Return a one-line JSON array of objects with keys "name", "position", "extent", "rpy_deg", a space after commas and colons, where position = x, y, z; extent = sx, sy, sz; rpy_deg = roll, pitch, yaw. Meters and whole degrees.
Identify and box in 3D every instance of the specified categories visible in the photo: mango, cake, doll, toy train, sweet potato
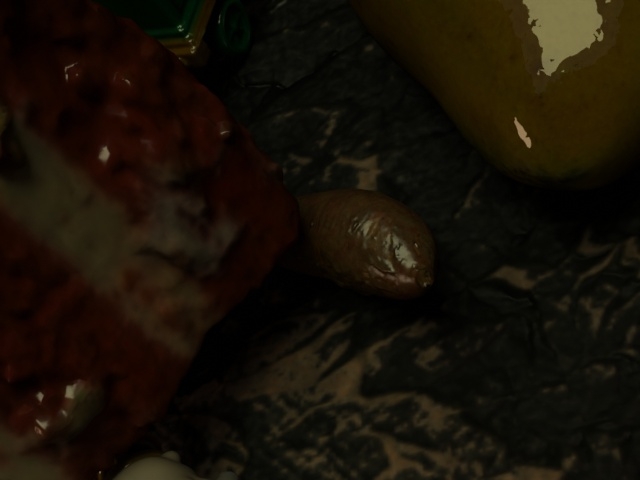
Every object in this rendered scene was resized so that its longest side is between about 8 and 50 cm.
[{"name": "mango", "position": [0.122, -0.169, 0.774], "extent": [0.211, 0.173, 0.317], "rpy_deg": [-30, 57, 11]}, {"name": "cake", "position": [-0.225, -0.003, 0.748], "extent": [0.319, 0.269, 0.270], "rpy_deg": [-54, 35, -10]}, {"name": "doll", "position": [-0.077, 0.157, 0.723], "extent": [0.084, 0.073, 0.127], "rpy_deg": [-20, 38, -22]}, {"name": "toy train", "position": [-0.106, -0.209, 0.944], "extent": [0.091, 0.136, 0.227], "rpy_deg": [1, 61, 29]}, {"name": "sweet potato", "position": [0.005, -0.004, 0.794], "extent": [0.226, 0.068, 0.068], "rpy_deg": [11, 64, 49]}]
